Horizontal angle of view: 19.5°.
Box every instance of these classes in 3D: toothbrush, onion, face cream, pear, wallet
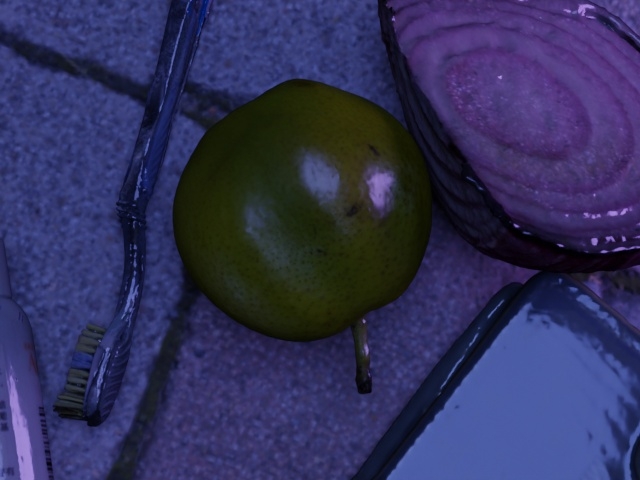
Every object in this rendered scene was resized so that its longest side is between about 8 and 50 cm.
[{"bbox_3d":[-0.121,-0.069,1.337,0.042,0.035,0.413,10,78,17],"label":"toothbrush"},{"bbox_3d":[0.159,-0.064,1.325,0.247,0.111,0.250,-1,52,-32],"label":"onion"},{"bbox_3d":[-0.227,0.127,1.269,0.082,0.082,0.269,-7,81,-6],"label":"face cream"},{"bbox_3d":[0.000,0.000,1.269,0.180,0.166,0.216,-29,87,-6],"label":"pear"},{"bbox_3d":[0.221,0.202,1.297,0.360,0.083,0.252,37,84,1],"label":"wallet"}]
